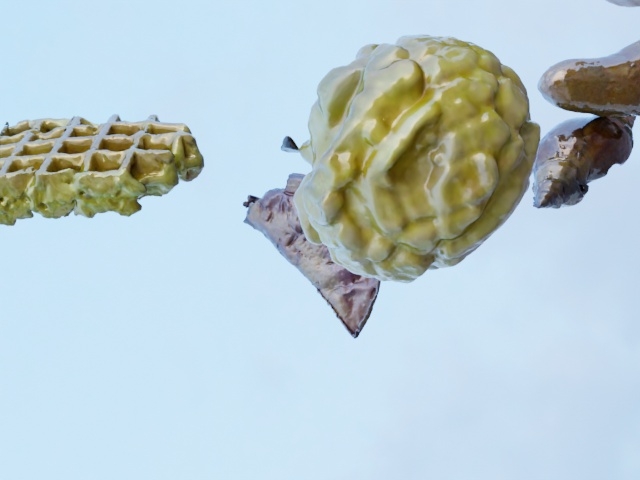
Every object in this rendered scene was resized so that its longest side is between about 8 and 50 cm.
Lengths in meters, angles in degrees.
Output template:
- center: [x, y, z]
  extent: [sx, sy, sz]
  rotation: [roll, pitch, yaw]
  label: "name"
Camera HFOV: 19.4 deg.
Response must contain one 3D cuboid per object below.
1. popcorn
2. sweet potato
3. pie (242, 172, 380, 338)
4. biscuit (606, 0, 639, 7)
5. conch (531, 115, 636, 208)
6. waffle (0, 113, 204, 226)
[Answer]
- center: [0.057, -0.056, 1.237]
  extent: [0.180, 0.170, 0.180]
  rotation: [-50, -22, -28]
  label: "popcorn"
- center: [0.403, -0.189, 2.057]
  extent: [0.355, 0.106, 0.095]
  rotation: [-14, -61, -28]
  label: "sweet potato"
- center: [0.000, 0.000, 1.686]
  extent: [0.092, 0.170, 0.034]
  rotation: [-53, -22, 13]
  label: "pie"
- center: [0.133, -0.310, 1.396]
  extent: [0.049, 0.205, 0.324]
  rotation: [-41, -60, -23]
  label: "biscuit"
- center: [0.294, -0.107, 2.076]
  extent: [0.233, 0.086, 0.080]
  rotation: [-45, -49, -24]
  label: "conch"
- center: [-0.214, -0.070, 1.764]
  extent: [0.160, 0.211, 0.055]
  rotation: [-72, -23, -64]
  label: "waffle"
